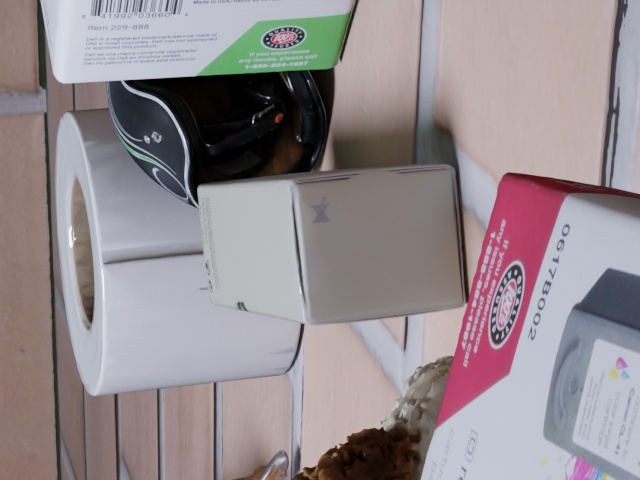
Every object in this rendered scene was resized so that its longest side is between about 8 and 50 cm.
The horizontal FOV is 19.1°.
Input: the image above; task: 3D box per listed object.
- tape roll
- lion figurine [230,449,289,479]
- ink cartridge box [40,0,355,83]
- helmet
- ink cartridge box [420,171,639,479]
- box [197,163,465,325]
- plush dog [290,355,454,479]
[{"bbox_3d":[-0.125,0.004,1.627,0.246,0.169,0.246,175,90,-74],"label":"tape roll"},{"bbox_3d":[-0.164,0.298,1.738,0.392,0.240,0.142,107,153,-53],"label":"lion figurine"},{"bbox_3d":[-0.073,-0.243,1.276,0.289,0.211,0.121,109,153,-54],"label":"ink cartridge box"},{"bbox_3d":[-0.086,-0.115,1.459,0.161,0.169,0.169,52,148,35],"label":"helmet"},{"bbox_3d":[0.143,0.110,0.667,0.306,0.131,0.226,-151,75,-74],"label":"ink cartridge box"},{"bbox_3d":[0.000,0.000,1.284,0.275,0.113,0.094,-174,79,-76],"label":"box"},{"bbox_3d":[0.084,0.163,0.906,0.211,0.262,0.225,0,108,42],"label":"plush dog"}]
